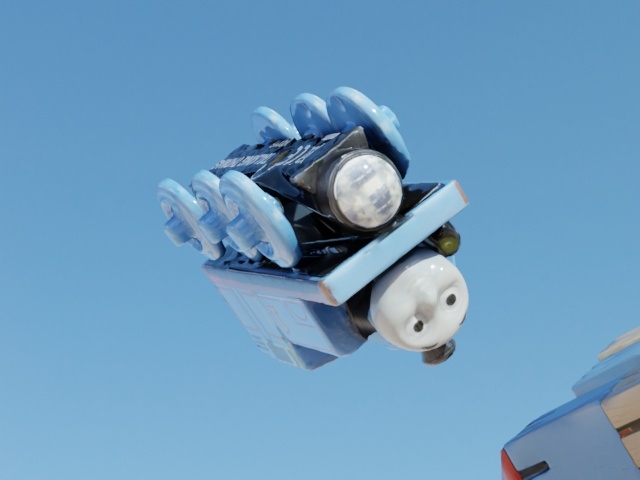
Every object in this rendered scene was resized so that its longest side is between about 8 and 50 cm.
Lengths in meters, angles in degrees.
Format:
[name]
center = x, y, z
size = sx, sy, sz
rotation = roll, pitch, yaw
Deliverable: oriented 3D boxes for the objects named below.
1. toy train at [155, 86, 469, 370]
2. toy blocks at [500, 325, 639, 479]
[toy train]
center = 0.000, 0.000, 0.554
size = 0.080, 0.105, 0.184
rotation = -39, 14, -16
[toy blocks]
center = 0.244, 0.051, 0.642
size = 0.261, 0.191, 0.381
rotation = -32, -5, 29
